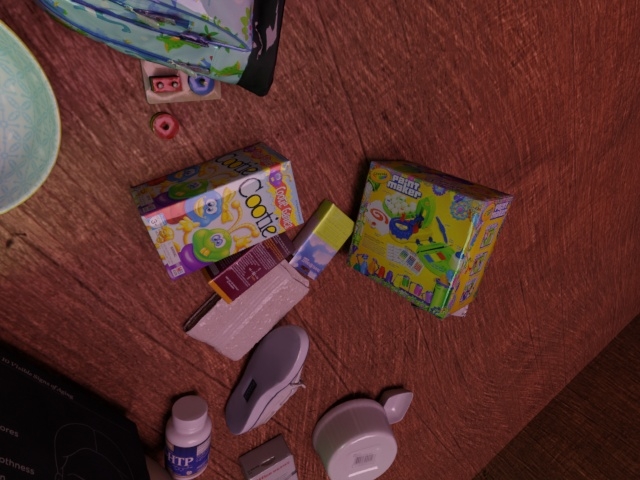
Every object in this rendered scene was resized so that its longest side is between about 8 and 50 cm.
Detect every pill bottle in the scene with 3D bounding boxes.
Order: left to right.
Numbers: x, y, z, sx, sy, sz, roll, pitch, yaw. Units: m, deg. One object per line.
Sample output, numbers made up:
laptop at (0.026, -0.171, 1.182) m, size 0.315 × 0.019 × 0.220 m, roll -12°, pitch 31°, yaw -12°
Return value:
pill bottle at (-0.330, 0.488, 1.028) m, size 0.111 × 0.112 × 0.187 m, roll -5°, pitch 116°, yaw -31°

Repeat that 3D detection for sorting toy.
sorting toy at (-0.236, -0.313, 0.699) m, size 0.132 × 0.046 × 0.275 m, roll -14°, pitch 121°, yaw -27°

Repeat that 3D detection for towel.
towel at (-0.166, 0.159, 0.998) m, size 0.282 × 0.049 × 0.187 m, roll -46°, pitch 129°, yaw -3°

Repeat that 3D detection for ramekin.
ramekin at (0.121, 0.682, 1.374) m, size 0.276 × 0.135 × 0.278 m, roll -8°, pitch 118°, yaw -15°

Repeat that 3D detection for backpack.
backpack at (-0.217, -0.381, 0.546) m, size 0.354 × 0.273 × 0.291 m, roll 9°, pitch 95°, yaw -10°

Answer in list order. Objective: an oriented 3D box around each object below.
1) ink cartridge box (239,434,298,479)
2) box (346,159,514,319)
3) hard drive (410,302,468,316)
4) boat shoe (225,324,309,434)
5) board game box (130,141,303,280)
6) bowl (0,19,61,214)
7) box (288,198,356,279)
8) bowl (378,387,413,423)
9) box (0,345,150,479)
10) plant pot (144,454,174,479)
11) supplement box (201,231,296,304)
ink cartridge box at (-0.156, 0.734, 1.290) m, size 0.152 × 0.087 × 0.209 m, roll -20°, pitch 125°, yaw -22°
box at (0.248, -0.018, 0.990) m, size 0.176 × 0.289 × 0.280 m, roll -12°, pitch 123°, yaw -45°
hard drive at (0.376, 0.043, 1.193) m, size 0.236 × 0.064 × 0.340 m, roll 17°, pitch 84°, yaw -42°
boat shoe at (-0.105, 0.369, 1.092) m, size 0.156 × 0.136 × 0.367 m, roll 10°, pitch 117°, yaw -46°
board game box at (-0.194, -0.066, 0.796) m, size 0.275 × 0.142 × 0.145 m, roll -25°, pitch 126°, yaw -19°
bowl at (-0.500, -0.179, 0.528) m, size 0.289 × 0.156 × 0.290 m, roll -15°, pitch 122°, yaw -25°
box at (0.000, 0.000, 1.021) m, size 0.109 × 0.042 × 0.178 m, roll 37°, pitch 92°, yaw -40°
bowl at (0.262, 0.602, 1.511) m, size 0.142 × 0.053 × 0.142 m, roll 7°, pitch 111°, yaw -34°
box at (-0.503, 0.439, 0.605) m, size 0.297 × 0.471 × 0.480 m, roll -40°, pitch 128°, yaw -10°
plant pot at (-0.425, 0.639, 0.938) m, size 0.284 × 0.284 × 0.191 m, roll -51°, pitch 131°, yaw 1°
supplement box at (-0.162, 0.031, 0.894) m, size 0.188 × 0.104 × 0.081 m, roll -39°, pitch 130°, yaw -9°
